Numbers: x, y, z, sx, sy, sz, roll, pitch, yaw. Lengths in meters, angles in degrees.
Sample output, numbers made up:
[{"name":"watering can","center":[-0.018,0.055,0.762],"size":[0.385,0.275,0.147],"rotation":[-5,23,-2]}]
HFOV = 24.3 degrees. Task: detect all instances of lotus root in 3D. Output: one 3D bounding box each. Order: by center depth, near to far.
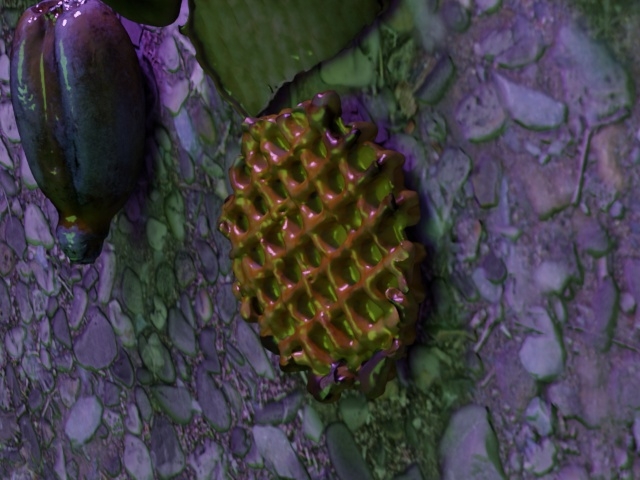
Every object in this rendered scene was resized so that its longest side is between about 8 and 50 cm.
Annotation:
[{"name":"lotus root","center":[-0.281,-0.134,1.778],"size":[0.158,0.140,0.322],"rotation":[5,111,25]}]

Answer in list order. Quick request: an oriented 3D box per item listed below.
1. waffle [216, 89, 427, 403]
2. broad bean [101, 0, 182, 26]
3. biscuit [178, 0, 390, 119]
[{"name":"waffle","center":[0.001,0.011,1.518],"size":[0.329,0.062,0.329],"rotation":[17,113,46]},{"name":"broad bean","center":[-0.227,-0.313,1.577],"size":[0.206,0.072,0.153],"rotation":[27,139,8]},{"name":"biscuit","center":[-0.054,-0.242,1.492],"size":[0.187,0.036,0.273],"rotation":[52,140,-8]}]
